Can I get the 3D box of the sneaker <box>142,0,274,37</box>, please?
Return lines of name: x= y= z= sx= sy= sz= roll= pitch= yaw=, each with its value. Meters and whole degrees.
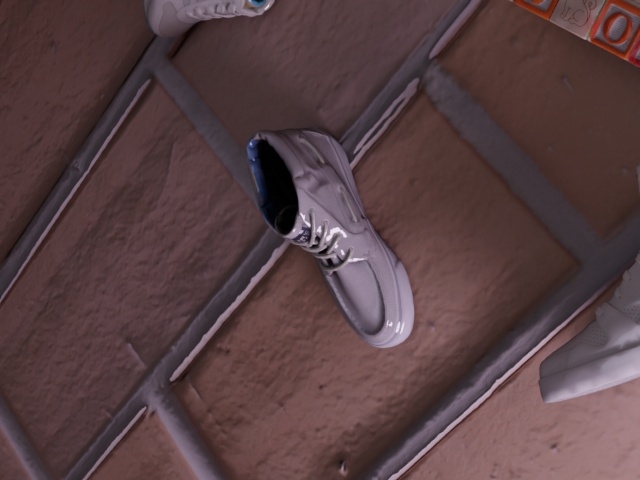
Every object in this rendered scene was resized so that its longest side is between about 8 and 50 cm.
sneaker: x=-0.112 y=-0.286 z=1.211 sx=0.229 sy=0.087 sz=0.092 roll=-31 pitch=78 yaw=35

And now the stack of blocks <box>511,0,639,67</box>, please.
stack of blocks: x=0.297 y=-0.229 z=0.897 sx=0.297 sy=0.087 sz=0.171 roll=39 pitch=115 yaw=35

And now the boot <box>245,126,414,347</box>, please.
boot: x=0.000 y=0.000 z=1.131 sx=0.095 sy=0.123 sz=0.258 roll=-34 pitch=75 yaw=33

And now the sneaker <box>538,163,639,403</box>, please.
sneaker: x=0.296 y=0.020 z=0.941 sx=0.293 sy=0.108 sz=0.169 roll=-30 pitch=75 yaw=23
